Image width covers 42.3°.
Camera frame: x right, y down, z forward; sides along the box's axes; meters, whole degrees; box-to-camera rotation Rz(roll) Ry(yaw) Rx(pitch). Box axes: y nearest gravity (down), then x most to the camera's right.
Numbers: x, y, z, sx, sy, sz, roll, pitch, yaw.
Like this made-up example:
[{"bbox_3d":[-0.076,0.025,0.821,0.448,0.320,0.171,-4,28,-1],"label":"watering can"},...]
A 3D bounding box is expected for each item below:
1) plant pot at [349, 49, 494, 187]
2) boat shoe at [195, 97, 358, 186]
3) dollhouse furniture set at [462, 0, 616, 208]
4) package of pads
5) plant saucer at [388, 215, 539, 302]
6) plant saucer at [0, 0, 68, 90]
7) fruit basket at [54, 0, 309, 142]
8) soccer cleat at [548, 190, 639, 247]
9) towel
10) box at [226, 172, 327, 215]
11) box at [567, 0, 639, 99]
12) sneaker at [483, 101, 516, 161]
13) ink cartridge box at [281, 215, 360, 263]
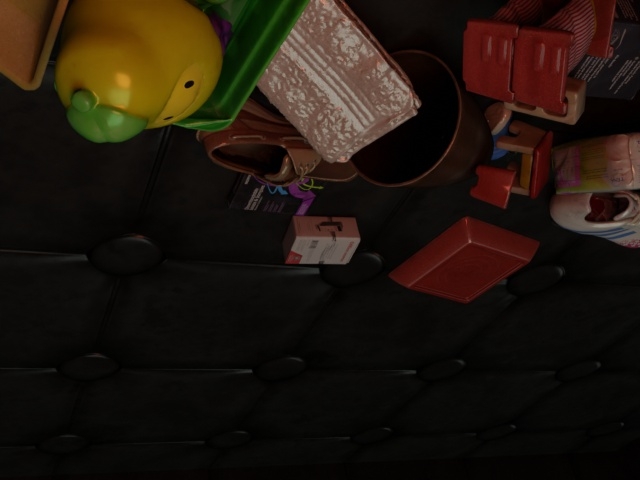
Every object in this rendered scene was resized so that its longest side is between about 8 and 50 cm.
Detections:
[{"bbox_3d":[0.186,-0.174,1.362,0.215,0.215,0.230,-32,155,29],"label":"plant pot"},{"bbox_3d":[-0.066,-0.141,1.383,0.324,0.116,0.123,12,141,-32],"label":"boat shoe"},{"bbox_3d":[0.323,-0.190,1.237,0.152,0.201,0.374,20,137,29],"label":"dollhouse furniture set"},{"bbox_3d":[0.569,-0.142,1.480,0.229,0.101,0.296,-6,-178,-10],"label":"package of pads"},{"bbox_3d":[0.331,0.060,1.882,0.258,0.047,0.259,16,138,-36],"label":"plant saucer"},{"bbox_3d":[-0.374,-0.372,0.855,0.333,0.081,0.333,36,136,-6],"label":"plant saucer"},{"bbox_3d":[-0.164,-0.250,0.962,0.283,0.392,0.392,9,142,-29],"label":"fruit basket"},{"bbox_3d":[0.633,-0.051,1.713,0.331,0.116,0.143,5,172,-23],"label":"soccer cleat"},{"bbox_3d":[0.001,-0.248,1.217,0.187,0.049,0.282,-32,118,29],"label":"towel"},{"bbox_3d":[-0.081,-0.094,1.534,0.162,0.029,0.116,5,144,-22],"label":"box"},{"bbox_3d":[0.454,-0.311,1.309,0.158,0.093,0.156,2,146,-18],"label":"box"},{"bbox_3d":[0.326,-0.191,1.482,0.085,0.058,0.152,5,148,-15],"label":"sneaker"},{"bbox_3d":[0.000,0.000,1.676,0.135,0.056,0.099,1,145,-19],"label":"ink cartridge box"}]
